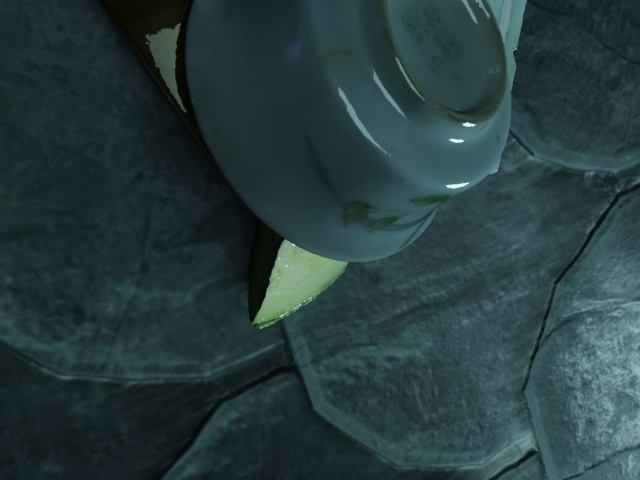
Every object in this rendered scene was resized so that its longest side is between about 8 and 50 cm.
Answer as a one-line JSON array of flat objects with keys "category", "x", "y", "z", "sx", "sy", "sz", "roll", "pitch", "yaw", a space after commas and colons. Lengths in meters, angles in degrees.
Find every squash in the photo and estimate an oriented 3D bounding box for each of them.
[{"category": "squash", "x": -0.019, "y": -0.013, "z": 0.801, "sx": 0.184, "sy": 0.085, "sz": 0.191, "roll": -22, "pitch": 143, "yaw": -49}]

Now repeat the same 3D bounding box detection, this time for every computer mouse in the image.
[{"category": "computer mouse", "x": -0.101, "y": -0.193, "z": 0.727, "sx": 0.158, "sy": 0.072, "sz": 0.310, "roll": -39, "pitch": 113, "yaw": -16}]

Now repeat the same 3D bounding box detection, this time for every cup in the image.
[{"category": "cup", "x": 0.062, "y": -0.162, "z": 0.672, "sx": 0.347, "sy": 0.163, "sz": 0.347, "roll": 12, "pitch": 71, "yaw": -38}]

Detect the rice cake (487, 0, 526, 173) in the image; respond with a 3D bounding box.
[{"category": "rice cake", "x": 0.191, "y": -0.207, "z": 0.881, "sx": 0.127, "sy": 0.043, "sz": 0.237, "roll": 7, "pitch": 97, "yaw": -26}]
